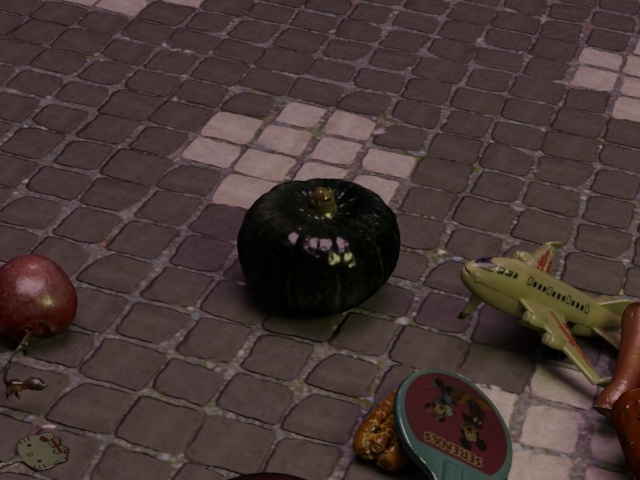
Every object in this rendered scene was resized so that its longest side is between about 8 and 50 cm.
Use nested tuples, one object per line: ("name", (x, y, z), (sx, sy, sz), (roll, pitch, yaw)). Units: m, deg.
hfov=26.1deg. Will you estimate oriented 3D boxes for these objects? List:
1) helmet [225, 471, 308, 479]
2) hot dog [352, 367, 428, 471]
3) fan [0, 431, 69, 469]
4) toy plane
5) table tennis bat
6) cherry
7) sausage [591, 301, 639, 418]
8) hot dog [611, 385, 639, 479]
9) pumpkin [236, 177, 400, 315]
("helmet", (-0.046, 0.311, 1.261), (0.216, 0.193, 0.189), (39, 24, -10))
("hot dog", (0.100, 0.200, 1.556), (0.071, 0.045, 0.165), (22, 37, 25))
("fan", (-0.314, 0.232, 1.490), (0.083, 0.004, 0.056), (-18, 41, -31))
("toy plane", (0.276, 0.077, 1.691), (0.256, 0.104, 0.242), (12, 41, -21))
("table tennis bat", (0.139, 0.237, 1.488), (0.153, 0.040, 0.244), (28, 39, -12))
("cherry", (-0.333, 0.100, 1.619), (0.107, 0.090, 0.225), (7, 41, -26))
("sausage", (0.361, 0.140, 1.620), (0.047, 0.040, 0.176), (36, 49, -11))
("hot dog", (0.417, 0.232, 1.466), (0.153, 0.150, 0.257), (-12, 37, -39))
("pumpkin", (-0.002, 0.002, 1.740), (0.212, 0.152, 0.211), (-7, 40, 6))
